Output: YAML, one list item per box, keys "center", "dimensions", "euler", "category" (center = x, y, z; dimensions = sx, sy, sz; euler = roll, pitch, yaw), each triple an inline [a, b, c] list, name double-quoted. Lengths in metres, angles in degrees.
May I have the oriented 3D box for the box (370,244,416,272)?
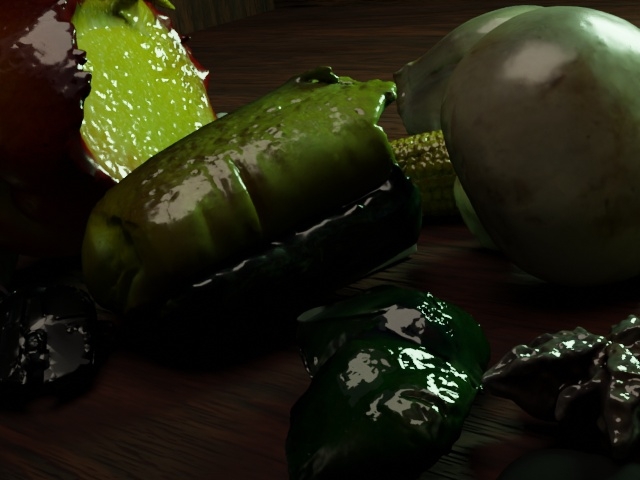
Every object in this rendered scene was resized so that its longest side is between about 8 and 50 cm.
- center: [0.000, 0.001, 1.308]
  dimensions: [0.122, 0.032, 0.220]
  euler: [-24, 24, -32]
  category: "box"

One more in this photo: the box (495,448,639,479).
- center: [0.185, 0.197, 0.648]
  dimensions: [0.212, 0.042, 0.201]
  euler: [5, 23, 33]
  category: "box"

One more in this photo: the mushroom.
- center: [0.241, -0.086, 1.134]
  dimensions: [0.297, 0.297, 0.290]
  euler: [-22, -4, -34]
  category: "mushroom"

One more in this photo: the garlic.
- center: [0.310, -0.216, 1.649]
  dimensions: [0.340, 0.231, 0.246]
  euler: [0, -30, -23]
  category: "garlic"

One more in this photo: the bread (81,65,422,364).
- center: [-0.071, -0.032, 1.147]
  dimensions: [0.376, 0.208, 0.251]
  euler: [-32, 24, -24]
  category: "bread"

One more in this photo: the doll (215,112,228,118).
- center: [-0.114, -0.107, 1.489]
  dimensions: [0.243, 0.159, 0.311]
  euler: [5, 33, 27]
  category: "doll"

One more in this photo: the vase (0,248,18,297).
- center: [-0.411, 0.041, 1.316]
  dimensions: [0.086, 0.086, 0.214]
  euler: [-13, 24, -13]
  category: "vase"

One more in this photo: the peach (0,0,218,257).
- center: [-0.317, -0.153, 1.324]
  dimensions: [0.310, 0.335, 0.406]
  euler: [-15, 26, 21]
  category: "peach"

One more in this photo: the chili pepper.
- center: [0.054, 0.100, 0.858]
  dimensions: [0.148, 0.116, 0.264]
  euler: [-25, 8, 23]
  category: "chili pepper"

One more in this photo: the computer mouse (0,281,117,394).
- center: [-0.290, 0.093, 1.108]
  dimensions: [0.146, 0.077, 0.241]
  euler: [-14, 19, -8]
  category: "computer mouse"

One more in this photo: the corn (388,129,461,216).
- center: [0.166, -0.089, 1.367]
  dimensions: [0.322, 0.119, 0.119]
  euler: [-4, 20, 14]
  category: "corn"

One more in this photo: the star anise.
- center: [0.240, 0.104, 0.809]
  dimensions: [0.231, 0.089, 0.209]
  euler: [-4, 12, 10]
  category: "star anise"
